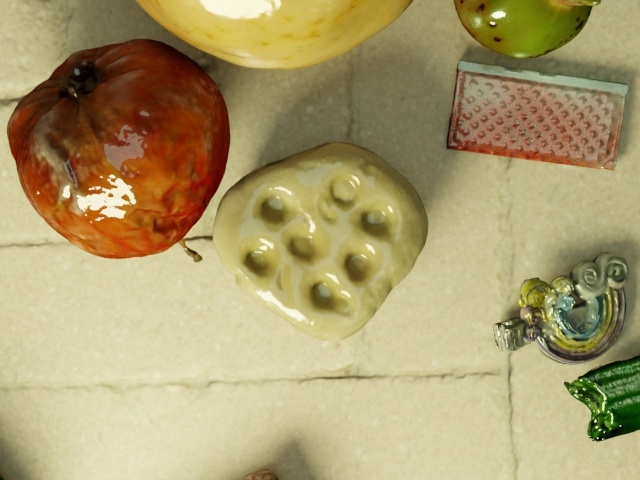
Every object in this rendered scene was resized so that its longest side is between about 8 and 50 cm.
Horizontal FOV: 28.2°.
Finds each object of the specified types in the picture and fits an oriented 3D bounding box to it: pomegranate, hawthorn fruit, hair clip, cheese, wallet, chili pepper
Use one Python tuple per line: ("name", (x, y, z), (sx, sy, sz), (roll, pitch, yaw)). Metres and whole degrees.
("pomegranate", (0.232, -0.275, 1.368), (0.159, 0.205, 0.159), (-3, 95, -29))
("hawthorn fruit", (-0.198, -0.073, 1.366), (0.242, 0.242, 0.271), (-27, 129, 0))
("pomegranate", (-0.034, -0.369, 1.262), (0.412, 0.411, 0.411), (0, 91, 0))
("hair clip", (0.282, 0.087, 1.451), (0.172, 0.049, 0.116), (-16, 105, -8))
("cheese", (0.000, 0.000, 1.409), (0.235, 0.117, 0.217), (2, 92, -1))
("wallet", (0.247, -0.142, 1.454), (0.197, 0.020, 0.103), (7, 90, -1))
("chili pepper", (0.389, 0.168, 1.442), (0.224, 0.061, 0.098), (-7, 96, 1))

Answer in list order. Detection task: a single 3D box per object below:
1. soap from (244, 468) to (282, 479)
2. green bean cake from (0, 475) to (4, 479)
("soap", (-0.127, 0.392, 1.426), (0.273, 0.098, 0.217), (-29, 91, 1))
("green bean cake", (-0.457, 0.344, 1.395), (0.247, 0.156, 0.250), (-42, 91, -1))
